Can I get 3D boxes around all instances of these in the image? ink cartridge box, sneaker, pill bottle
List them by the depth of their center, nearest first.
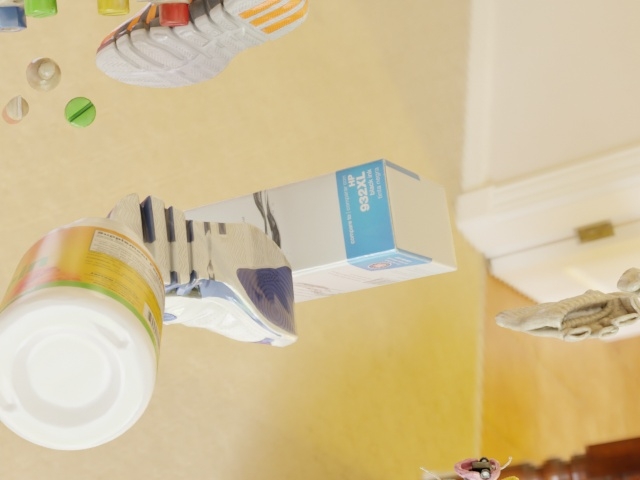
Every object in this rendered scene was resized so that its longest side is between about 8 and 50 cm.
[{"bbox_3d":[-0.203,0.064,1.070,0.136,0.136,0.245,62,5,-19],"label":"pill bottle"},{"bbox_3d":[-0.182,0.047,1.450,0.315,0.182,0.127,25,53,-47],"label":"sneaker"},{"bbox_3d":[-0.145,-0.312,1.554,0.124,0.321,0.180,30,51,-51],"label":"sneaker"},{"bbox_3d":[0.000,0.000,1.702,0.223,0.307,0.129,14,65,-63],"label":"ink cartridge box"}]

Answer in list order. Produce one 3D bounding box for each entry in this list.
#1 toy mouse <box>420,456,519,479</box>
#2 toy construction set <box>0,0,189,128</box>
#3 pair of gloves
[{"bbox_3d":[0.199,0.328,1.663,0.161,0.143,0.031,-40,131,-57],"label":"toy mouse"},{"bbox_3d":[-0.256,-0.266,1.339,0.257,0.237,0.308,22,86,-16],"label":"toy construction set"},{"bbox_3d":[0.310,0.056,1.257,0.204,0.240,0.042,-170,-112,-81],"label":"pair of gloves"}]
